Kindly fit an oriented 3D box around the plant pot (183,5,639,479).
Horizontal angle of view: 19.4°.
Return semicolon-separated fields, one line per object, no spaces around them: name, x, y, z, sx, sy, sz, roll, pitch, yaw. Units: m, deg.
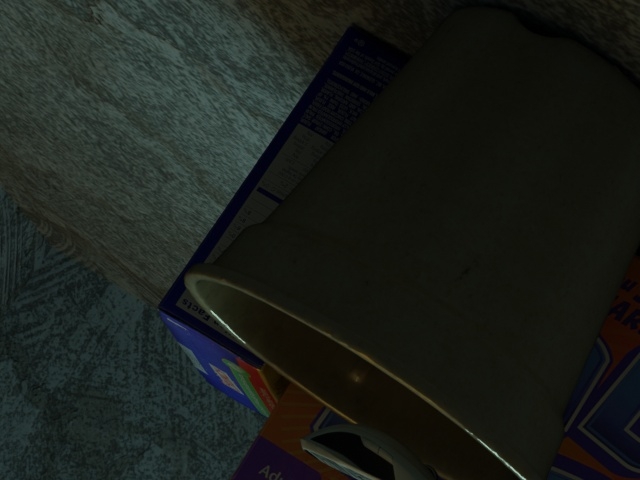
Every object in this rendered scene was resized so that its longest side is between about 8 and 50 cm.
plant pot;0.115;-0.001;1.474;0.334;0.305;0.334;33;168;8

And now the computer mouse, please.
computer mouse;0.072;0.185;1.490;0.193;0.042;0.106;23;170;22

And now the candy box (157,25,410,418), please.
candy box;0.000;0.000;1.753;0.122;0.317;0.268;31;168;14

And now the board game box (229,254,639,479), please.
board game box;0.186;0.177;1.763;0.356;0.356;0.356;31;177;13
